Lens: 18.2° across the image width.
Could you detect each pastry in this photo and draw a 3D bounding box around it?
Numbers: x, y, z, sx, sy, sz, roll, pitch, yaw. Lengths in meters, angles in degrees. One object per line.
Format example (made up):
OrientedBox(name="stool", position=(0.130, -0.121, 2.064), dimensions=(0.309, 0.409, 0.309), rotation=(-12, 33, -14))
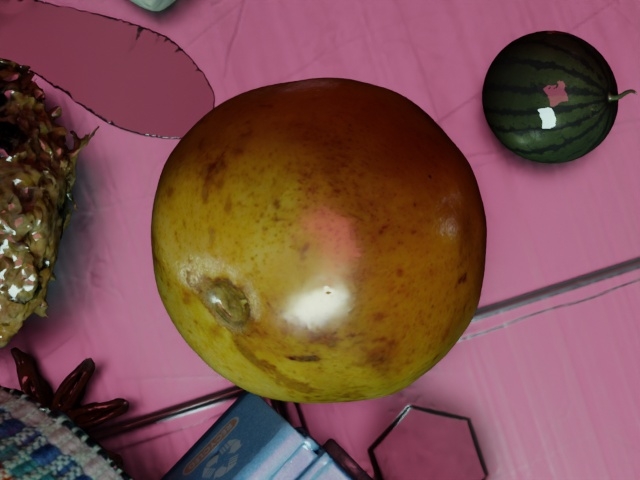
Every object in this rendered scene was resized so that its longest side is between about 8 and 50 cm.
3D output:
OrientedBox(name="pastry", position=(-0.302, -0.022, 1.569), dimensions=(0.274, 0.193, 0.275), rotation=(-8, 68, 21))

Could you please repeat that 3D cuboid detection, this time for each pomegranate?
OrientedBox(name="pomegranate", position=(0.000, 0.000, 1.517), dimensions=(0.264, 0.264, 0.264), rotation=(0, 86, 2))

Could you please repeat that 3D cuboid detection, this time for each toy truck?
OrientedBox(name="toy truck", position=(0.038, 0.279, 1.529), dimensions=(0.367, 0.175, 0.146), rotation=(42, 87, 3))

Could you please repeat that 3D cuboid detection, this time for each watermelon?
OrientedBox(name="watermelon", position=(0.192, -0.113, 1.572), dimensions=(0.133, 0.105, 0.105), rotation=(5, 86, 39))

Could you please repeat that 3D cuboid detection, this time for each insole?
OrientedBox(name="insole", position=(-0.204, -0.156, 1.650), dimensions=(0.253, 0.005, 0.086), rotation=(24, 87, 3))

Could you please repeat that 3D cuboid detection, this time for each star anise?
OrientedBox(name="star anise", position=(-0.213, 0.152, 1.609), dimensions=(0.141, 0.042, 0.141), rotation=(-1, 87, 15))

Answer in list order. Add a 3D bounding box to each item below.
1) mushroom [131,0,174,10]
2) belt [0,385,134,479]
OrientedBox(name="mushroom", position=(-0.174, -0.293, 1.622), dimensions=(0.092, 0.081, 0.223), rotation=(-34, 83, 18))
OrientedBox(name="belt", position=(-0.224, 0.254, 1.476), dimensions=(0.295, 0.207, 0.160), rotation=(42, 46, 16))
